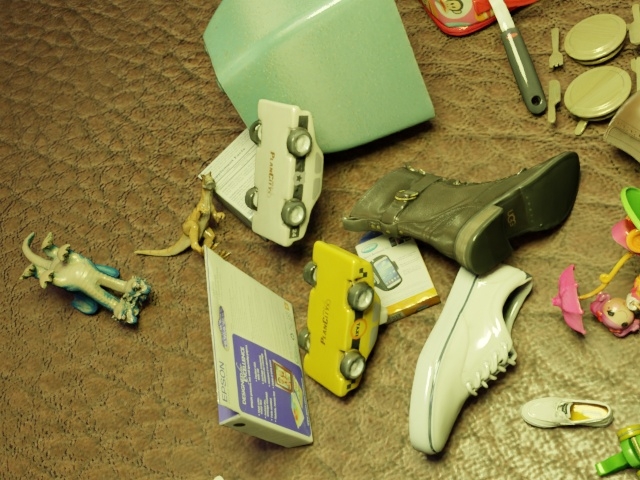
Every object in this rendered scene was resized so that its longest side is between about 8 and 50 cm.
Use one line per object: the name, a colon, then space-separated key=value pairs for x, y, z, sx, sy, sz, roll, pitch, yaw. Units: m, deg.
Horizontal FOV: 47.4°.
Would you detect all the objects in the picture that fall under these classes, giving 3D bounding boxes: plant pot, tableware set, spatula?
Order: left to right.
plant pot: x=-0.020 y=-0.266 z=1.050 sx=0.252 sy=0.247 sz=0.247 roll=-28 pitch=44 yaw=4
spatula: x=0.259 y=-0.317 z=1.038 sx=0.084 sy=0.030 sz=0.296 roll=-20 pitch=82 yaw=8
tableware set: x=0.389 y=-0.238 z=1.018 sx=0.128 sy=0.039 sz=0.194 roll=-10 pitch=53 yaw=31

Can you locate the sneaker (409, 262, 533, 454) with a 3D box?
sneaker: x=0.180 y=0.132 z=0.860 sx=0.091 sy=0.094 sz=0.258 roll=10 pitch=66 yaw=32

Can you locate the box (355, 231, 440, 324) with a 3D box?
box: x=0.101 y=0.038 z=0.989 sx=0.081 sy=0.028 sz=0.136 roll=-24 pitch=53 yaw=9

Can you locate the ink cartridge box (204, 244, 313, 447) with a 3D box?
ink cartridge box: x=-0.090 y=0.136 z=0.903 sx=0.045 sy=0.208 sz=0.206 roll=-23 pitch=55 yaw=19

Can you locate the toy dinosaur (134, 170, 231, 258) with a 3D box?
toy dinosaur: x=-0.193 y=-0.012 z=1.118 sx=0.211 sy=0.064 sz=0.112 roll=-51 pitch=61 yaw=29

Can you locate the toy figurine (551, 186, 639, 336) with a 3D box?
toy figurine: x=0.349 y=0.053 z=0.828 sx=0.159 sy=0.173 sz=0.130 roll=-50 pitch=3 yaw=33

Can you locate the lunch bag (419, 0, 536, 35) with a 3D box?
lunch bag: x=0.282 y=-0.459 z=1.137 sx=0.293 sy=0.120 sz=0.258 roll=-28 pitch=56 yaw=6

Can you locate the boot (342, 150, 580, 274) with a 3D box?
boot: x=0.185 y=-0.065 z=0.963 sx=0.263 sy=0.091 sz=0.229 roll=-31 pitch=34 yaw=-26

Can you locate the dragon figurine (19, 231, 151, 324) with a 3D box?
dragon figurine: x=-0.377 y=0.061 z=1.141 sx=0.289 sy=0.144 sz=0.085 roll=9 pitch=67 yaw=48

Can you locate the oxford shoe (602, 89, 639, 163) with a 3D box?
oxford shoe: x=0.480 y=-0.039 z=0.841 sx=0.132 sy=0.130 sz=0.363 roll=-50 pitch=56 yaw=31

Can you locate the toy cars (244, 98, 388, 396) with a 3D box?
toy cars: x=0.000 y=0.000 z=0.954 sx=0.176 sy=0.087 sz=0.393 roll=-37 pitch=69 yaw=48

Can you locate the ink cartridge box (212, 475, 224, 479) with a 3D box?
ink cartridge box: x=-0.181 y=0.387 z=0.885 sx=0.198 sy=0.067 sz=0.115 roll=-43 pitch=55 yaw=-5

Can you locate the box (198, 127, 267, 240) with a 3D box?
box: x=-0.093 y=-0.092 z=1.116 sx=0.126 sy=0.072 sz=0.137 roll=-46 pitch=56 yaw=-8

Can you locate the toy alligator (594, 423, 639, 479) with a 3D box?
toy alligator: x=0.380 y=0.206 z=0.761 sx=0.190 sy=0.051 sz=0.056 roll=-22 pitch=57 yaw=10

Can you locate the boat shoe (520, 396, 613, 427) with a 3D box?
boat shoe: x=0.276 y=0.193 z=0.822 sx=0.100 sy=0.035 sz=0.035 roll=0 pitch=63 yaw=22
